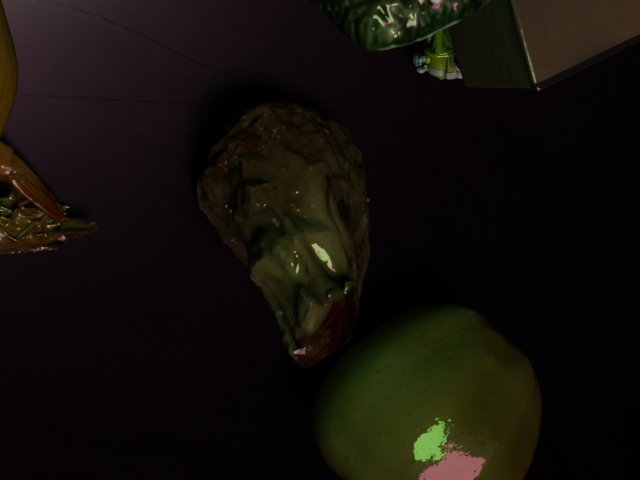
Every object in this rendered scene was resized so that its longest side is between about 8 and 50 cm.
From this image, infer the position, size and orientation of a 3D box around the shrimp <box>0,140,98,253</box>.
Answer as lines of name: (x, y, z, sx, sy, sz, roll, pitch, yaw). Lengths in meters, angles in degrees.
shrimp: (-0.363, -0.042, 0.994, 0.267, 0.061, 0.145, 16, 104, -38)

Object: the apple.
apple: (0.174, 0.280, 1.411, 0.357, 0.357, 0.357, -18, 132, -21)

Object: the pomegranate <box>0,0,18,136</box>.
pomegranate: (-0.425, -0.145, 0.633, 0.417, 0.416, 0.416, -18, 132, -21)

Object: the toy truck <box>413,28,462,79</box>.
toy truck: (0.157, -0.256, 1.163, 0.077, 0.076, 0.111, -5, 128, -1)

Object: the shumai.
shumai: (0.002, 0.001, 1.109, 0.217, 0.283, 0.346, -29, 133, -8)

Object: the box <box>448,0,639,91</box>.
box: (0.240, -0.321, 1.041, 0.188, 0.153, 0.252, -27, 107, -16)

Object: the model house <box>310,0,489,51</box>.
model house: (0.044, -0.366, 0.810, 0.190, 0.271, 0.300, -28, 148, -14)
